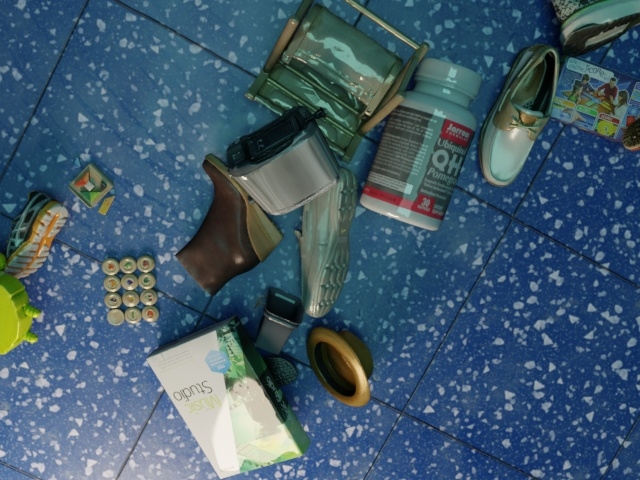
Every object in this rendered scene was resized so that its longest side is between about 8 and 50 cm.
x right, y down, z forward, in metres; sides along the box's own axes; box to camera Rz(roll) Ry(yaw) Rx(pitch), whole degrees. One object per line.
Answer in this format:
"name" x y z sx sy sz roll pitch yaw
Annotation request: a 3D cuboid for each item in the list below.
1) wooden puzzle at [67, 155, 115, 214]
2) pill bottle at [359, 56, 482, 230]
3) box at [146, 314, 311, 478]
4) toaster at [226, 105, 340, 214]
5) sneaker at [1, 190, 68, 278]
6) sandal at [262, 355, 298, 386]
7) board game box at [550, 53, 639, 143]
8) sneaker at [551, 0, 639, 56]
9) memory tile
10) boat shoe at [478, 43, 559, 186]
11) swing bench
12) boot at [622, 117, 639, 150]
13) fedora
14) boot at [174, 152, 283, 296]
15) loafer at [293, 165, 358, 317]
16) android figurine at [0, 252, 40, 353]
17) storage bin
"wooden puzzle" -0.477 -0.113 1.496 0.116 0.014 0.078 39 94 -8
"pill bottle" 0.210 -0.194 1.447 0.176 0.176 0.319 18 97 -6
"box" -0.194 0.336 1.513 0.232 0.058 0.322 -25 101 28
"toaster" -0.060 -0.155 1.397 0.227 0.129 0.146 -30 128 7
"sneaker" -0.603 -0.008 1.478 0.083 0.084 0.215 41 99 19
"sandal" -0.135 0.286 1.570 0.179 0.040 0.067 -6 94 12
"board game box" 0.587 -0.300 1.528 0.201 0.035 0.136 18 97 -7
"sneaker" 0.643 -0.537 1.452 0.410 0.158 0.182 -24 80 -6
"memory tile" -0.406 0.106 1.534 0.113 0.012 0.148 -4 99 -3
"boat shoe" 0.411 -0.258 1.487 0.113 0.103 0.302 13 97 -5
"swing bench" 0.027 -0.327 1.404 0.253 0.254 0.165 32 56 -9
"boot" 0.700 -0.226 1.515 0.158 0.059 0.085 -41 129 -16
"fedora" 0.055 0.259 1.536 0.079 0.194 0.194 -31 102 -36
"boot" -0.221 -0.030 1.486 0.207 0.090 0.248 -37 103 0
"loafer" 0.000 0.000 1.507 0.111 0.112 0.319 13 96 32
"android figurine" -0.687 0.126 1.452 0.272 0.056 0.248 20 115 11
"storage bin" -0.098 0.170 1.509 0.098 0.135 0.091 24 106 -7
